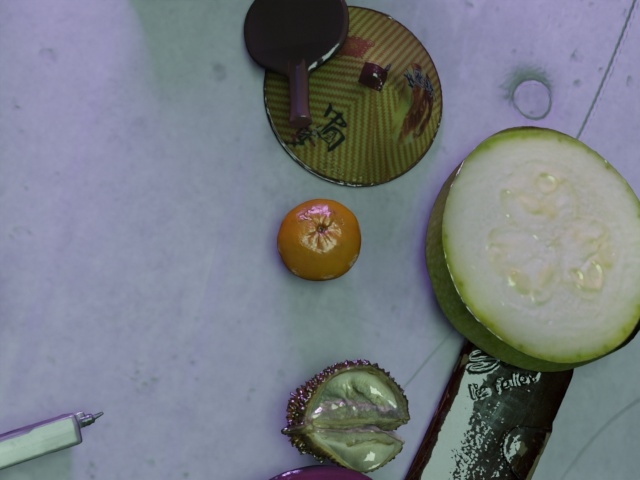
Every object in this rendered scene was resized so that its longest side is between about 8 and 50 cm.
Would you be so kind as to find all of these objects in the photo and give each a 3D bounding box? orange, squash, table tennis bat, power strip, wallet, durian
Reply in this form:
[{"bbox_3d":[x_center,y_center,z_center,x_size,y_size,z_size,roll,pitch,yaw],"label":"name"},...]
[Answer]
[{"bbox_3d":[0.000,0.000,1.190,0.083,0.070,0.083,2,79,-11],"label":"orange"},{"bbox_3d":[0.230,0.009,1.251,0.252,0.049,0.252,7,70,-18],"label":"squash"},{"bbox_3d":[-0.034,-0.208,1.165,0.108,0.119,0.169,-8,65,10],"label":"table tennis bat"},{"bbox_3d":[-0.298,0.191,1.072,0.227,0.080,0.029,-17,89,-17],"label":"power strip"},{"bbox_3d":[0.169,0.192,1.226,0.122,0.031,0.232,27,74,-6],"label":"wallet"},{"bbox_3d":[0.012,0.169,1.165,0.140,0.071,0.110,-4,88,-32],"label":"durian"}]

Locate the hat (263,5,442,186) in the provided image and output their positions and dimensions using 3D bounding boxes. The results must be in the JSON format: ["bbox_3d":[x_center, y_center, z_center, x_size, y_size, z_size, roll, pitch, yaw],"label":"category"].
[{"bbox_3d":[0.044,-0.154,1.221,0.193,0.082,0.193,2,82,-15],"label":"hat"}]

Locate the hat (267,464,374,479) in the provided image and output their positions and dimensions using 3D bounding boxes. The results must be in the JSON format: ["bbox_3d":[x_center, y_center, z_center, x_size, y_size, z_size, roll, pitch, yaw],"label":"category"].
[{"bbox_3d":[-0.005,0.309,1.130,0.206,0.089,0.205,1,82,-10],"label":"hat"}]
